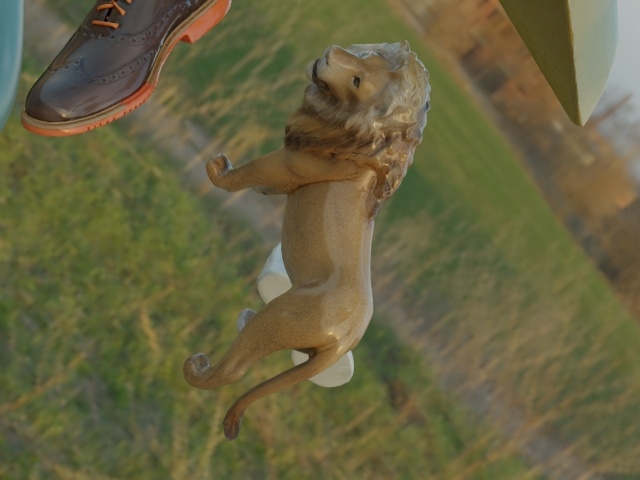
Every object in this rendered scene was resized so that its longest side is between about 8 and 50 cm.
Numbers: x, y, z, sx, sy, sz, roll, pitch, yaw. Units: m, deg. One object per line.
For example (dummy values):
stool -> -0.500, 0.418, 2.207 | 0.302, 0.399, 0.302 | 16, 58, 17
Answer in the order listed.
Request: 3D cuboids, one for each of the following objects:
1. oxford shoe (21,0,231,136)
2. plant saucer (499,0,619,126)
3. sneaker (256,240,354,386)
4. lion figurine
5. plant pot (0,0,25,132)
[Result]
oxford shoe -> -0.176, -0.190, 1.393 | 0.271, 0.097, 0.098 | -54, 148, -40
plant saucer -> 0.218, -0.330, 1.660 | 0.333, 0.081, 0.333 | 67, -3, -63
sneaker -> -0.007, 0.088, 2.007 | 0.094, 0.080, 0.212 | -75, 148, -48
lion figurine -> 0.000, 0.000, 1.601 | 0.142, 0.240, 0.392 | 16, 71, -54
plant pot -> -0.482, -0.221, 1.876 | 0.293, 0.293, 0.235 | -66, 154, -78
